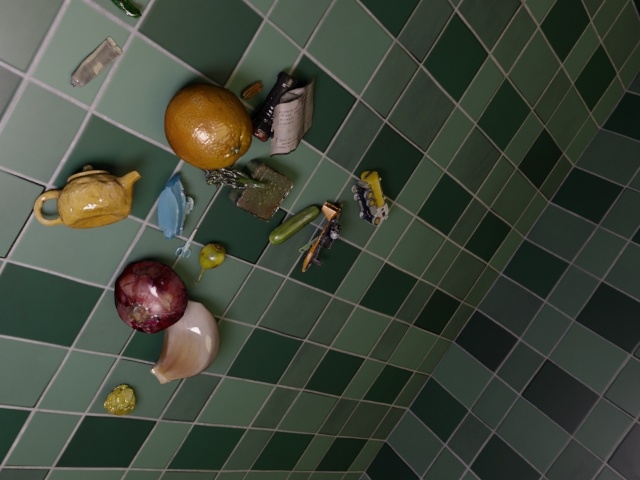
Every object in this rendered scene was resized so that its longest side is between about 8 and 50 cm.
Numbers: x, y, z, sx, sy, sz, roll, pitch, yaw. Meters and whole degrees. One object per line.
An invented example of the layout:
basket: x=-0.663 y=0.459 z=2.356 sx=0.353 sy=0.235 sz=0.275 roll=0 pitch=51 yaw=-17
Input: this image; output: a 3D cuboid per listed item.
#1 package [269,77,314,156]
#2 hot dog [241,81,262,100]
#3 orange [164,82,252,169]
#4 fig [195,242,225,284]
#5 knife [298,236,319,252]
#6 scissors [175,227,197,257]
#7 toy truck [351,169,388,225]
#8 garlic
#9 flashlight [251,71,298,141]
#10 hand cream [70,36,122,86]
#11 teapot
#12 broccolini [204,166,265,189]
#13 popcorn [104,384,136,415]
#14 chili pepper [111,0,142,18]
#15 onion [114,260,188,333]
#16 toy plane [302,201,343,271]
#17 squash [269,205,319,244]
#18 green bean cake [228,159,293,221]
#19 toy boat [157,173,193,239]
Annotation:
package: x=-0.082 y=-0.406 z=1.844 sx=0.251 sy=0.062 sz=0.204 roll=-46 pitch=157 yaw=-40
hot dog: x=-0.222 y=-0.483 z=1.782 sx=0.083 sy=0.021 sz=0.037 roll=-38 pitch=145 yaw=-15
orange: x=-0.326 y=-0.332 z=1.628 sx=0.264 sy=0.264 sz=0.264 roll=-20 pitch=128 yaw=-28
fig: x=-0.412 y=0.076 z=1.958 sx=0.166 sy=0.093 sz=0.093 roll=-36 pitch=137 yaw=12
knife: x=-0.004 y=-0.006 z=2.274 sx=0.207 sy=0.014 sz=0.030 roll=-32 pitch=132 yaw=-19
scissors: x=-0.458 y=0.009 z=1.915 sx=0.058 sy=0.014 sz=0.119 roll=16 pitch=109 yaw=-45
toy truck: x=0.214 y=-0.173 z=2.283 sx=0.114 sy=0.098 sz=0.227 roll=-39 pitch=134 yaw=-20
garlic: x=-0.475 y=0.343 z=2.035 sx=0.245 sy=0.231 sz=0.340 roll=5 pitch=101 yaw=7
flashlight: x=-0.155 y=-0.441 z=1.818 sx=0.093 sy=0.093 sz=0.232 roll=29 pitch=97 yaw=-46
hand cream: x=-0.605 y=-0.471 z=1.479 sx=0.165 sy=0.037 sz=0.057 roll=-49 pitch=136 yaw=-13
teapot: x=-0.659 y=-0.131 z=1.569 sx=0.311 sy=0.167 sz=0.203 roll=-15 pitch=174 yaw=-3
broccolini: x=-0.283 y=-0.206 z=1.813 sx=0.068 sy=0.202 sz=0.091 roll=83 pitch=16 yaw=-82
popcorn: x=-0.729 y=0.582 z=2.012 sx=0.120 sy=0.116 sz=0.106 roll=18 pitch=61 yaw=-47
chili pepper: x=-0.512 y=-0.661 z=1.411 sx=0.073 sy=0.050 sz=0.182 roll=-26 pitch=133 yaw=-33
onion: x=-0.556 y=0.182 z=1.831 sx=0.251 sy=0.219 sz=0.252 roll=1 pitch=110 yaw=4
toy plane: x=0.012 y=0.005 z=2.210 sx=0.102 sy=0.204 sz=0.316 roll=21 pitch=112 yaw=0
squash: x=-0.102 y=-0.060 z=2.125 sx=0.228 sy=0.066 sz=0.066 roll=-36 pitch=134 yaw=-18
green bean cake: x=-0.211 y=-0.178 z=1.937 sx=0.173 sy=0.094 sz=0.181 roll=26 pitch=99 yaw=-45
toy boat: x=-0.469 y=-0.113 z=1.793 sx=0.102 sy=0.088 sz=0.215 roll=-47 pitch=150 yaw=-58
